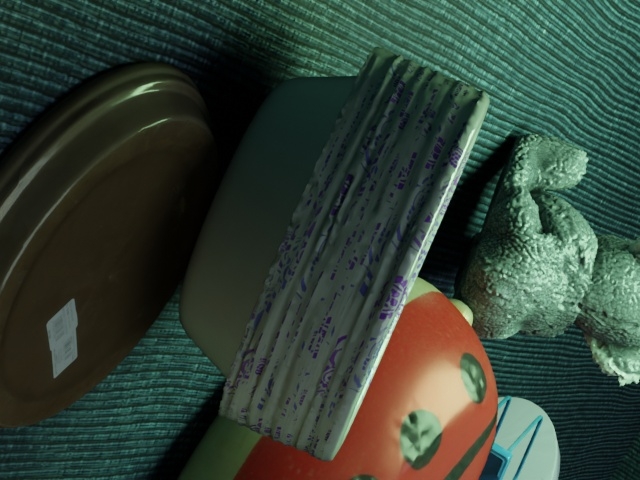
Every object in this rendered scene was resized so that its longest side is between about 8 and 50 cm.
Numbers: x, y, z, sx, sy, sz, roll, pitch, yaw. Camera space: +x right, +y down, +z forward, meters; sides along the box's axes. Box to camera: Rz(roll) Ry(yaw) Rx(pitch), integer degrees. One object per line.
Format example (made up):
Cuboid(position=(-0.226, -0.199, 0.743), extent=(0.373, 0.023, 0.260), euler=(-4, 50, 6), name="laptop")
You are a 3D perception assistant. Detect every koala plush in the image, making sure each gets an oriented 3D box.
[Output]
Cuboid(position=(0.254, 0.039, 1.920), extent=(0.203, 0.221, 0.196), euler=(-66, 179, -61), name="koala plush")

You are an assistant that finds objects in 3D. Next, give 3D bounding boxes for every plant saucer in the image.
Cuboid(position=(-0.154, 0.013, 1.269), extent=(0.278, 0.041, 0.278), euler=(-47, 159, -24), name="plant saucer")

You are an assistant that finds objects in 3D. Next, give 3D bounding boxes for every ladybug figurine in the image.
Cuboid(position=(0.019, 0.220, 1.745), extent=(0.449, 0.162, 0.305), euler=(-51, 147, -24), name="ladybug figurine")

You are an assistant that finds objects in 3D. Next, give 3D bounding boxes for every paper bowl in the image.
Cuboid(position=(0.000, 0.000, 1.380), extent=(0.284, 0.148, 0.284), euler=(24, 90, -88), name="paper bowl")

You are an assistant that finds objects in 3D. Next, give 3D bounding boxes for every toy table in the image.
Cuboid(position=(0.186, 0.336, 2.293), extent=(0.274, 0.252, 0.161), euler=(-41, 140, -23), name="toy table")

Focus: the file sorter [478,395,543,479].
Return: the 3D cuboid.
Cuboid(position=(0.126, 0.196, 2.010), extent=(0.104, 0.170, 0.118), euler=(-38, 153, -48), name="file sorter")
